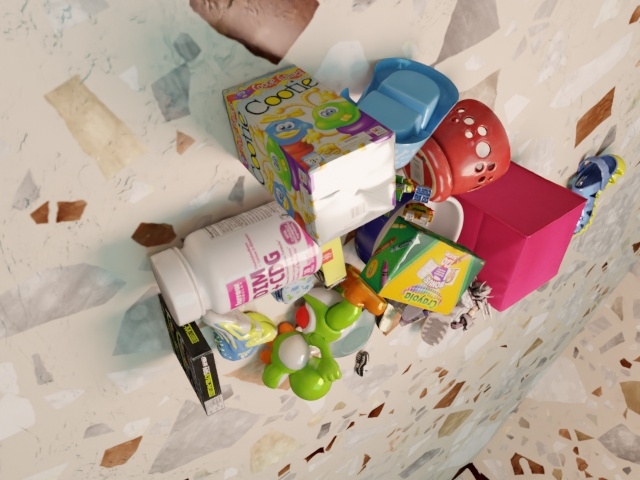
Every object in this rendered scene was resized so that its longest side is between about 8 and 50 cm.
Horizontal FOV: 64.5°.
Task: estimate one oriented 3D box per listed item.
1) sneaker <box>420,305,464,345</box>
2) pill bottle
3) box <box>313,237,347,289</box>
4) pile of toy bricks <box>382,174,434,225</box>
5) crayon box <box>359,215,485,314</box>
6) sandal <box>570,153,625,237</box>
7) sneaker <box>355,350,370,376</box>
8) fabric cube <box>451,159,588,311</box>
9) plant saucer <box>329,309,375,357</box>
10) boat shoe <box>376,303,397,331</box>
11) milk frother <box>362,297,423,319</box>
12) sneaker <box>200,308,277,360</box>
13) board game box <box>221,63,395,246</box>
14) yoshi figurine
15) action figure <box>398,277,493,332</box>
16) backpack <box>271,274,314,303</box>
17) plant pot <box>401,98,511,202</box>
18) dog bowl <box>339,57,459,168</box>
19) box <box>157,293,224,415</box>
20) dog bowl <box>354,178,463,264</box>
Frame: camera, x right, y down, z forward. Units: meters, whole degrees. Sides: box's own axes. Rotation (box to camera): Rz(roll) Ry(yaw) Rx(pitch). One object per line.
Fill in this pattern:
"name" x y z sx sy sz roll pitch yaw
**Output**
"sneaker" 0.410 0.202 1.635 0.281 0.105 0.115 -55 173 7
"pill bottle" -0.153 0.038 0.937 0.283 0.160 0.160 -24 136 -23
"box" 0.000 0.000 1.094 0.058 0.087 0.232 -30 139 -17
"pile of toy bricks" 0.147 -0.117 1.083 0.105 0.212 0.118 -57 161 -60
"crayon box" 0.241 0.065 1.173 0.279 0.081 0.165 19 108 -41
"sandal" 0.859 -0.155 1.669 0.138 0.126 0.317 15 105 -43
"sneaker" 0.136 0.377 1.583 0.044 0.040 0.109 -35 146 -37
"fabric cube" 0.488 -0.021 1.348 0.254 0.259 0.258 -26 136 -26
"plant saucer" 0.090 0.274 1.448 0.195 0.037 0.194 -23 136 -24
"boat shoe" 0.204 0.201 1.481 0.049 0.042 0.133 30 90 -19
"milk frother" 0.184 0.165 1.354 0.129 0.135 0.143 -7 128 -35
"sneaker" -0.198 0.210 1.106 0.126 0.091 0.240 -49 141 7
"board game box" -0.023 -0.145 0.797 0.144 0.275 0.142 -28 138 -19
"yoshi figurine" 0.020 0.253 1.254 0.362 0.203 0.204 -47 147 8
"action figure" 0.334 0.157 1.353 0.099 0.185 0.285 -13 175 -42
"backpack" -0.068 0.072 1.100 0.105 0.084 0.114 -31 136 -18
"plant pot" 0.279 -0.183 1.089 0.174 0.191 0.191 -29 138 -14
"dog bowl" 0.135 -0.228 0.909 0.297 0.166 0.074 -50 165 -41
"box" -0.253 0.219 0.994 0.045 0.184 0.190 -21 134 -23
"dog bowl" 0.218 -0.018 1.247 0.265 0.104 0.264 -22 135 -24
